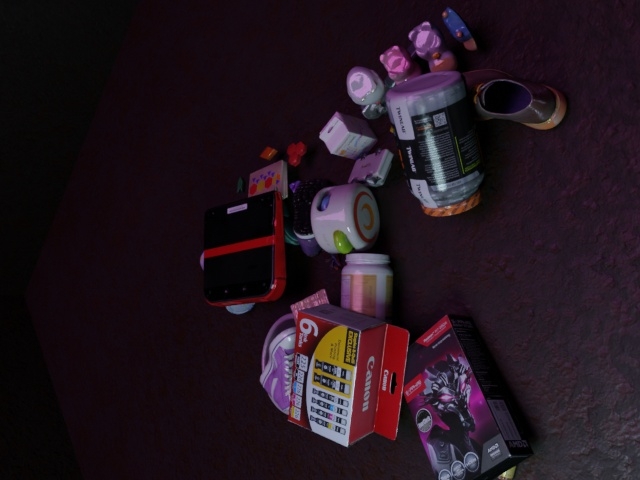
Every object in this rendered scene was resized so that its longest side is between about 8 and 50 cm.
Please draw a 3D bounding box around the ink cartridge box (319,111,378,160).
[{"bbox_3d":[0.076,-0.304,1.975,0.092,0.143,0.090,-50,52,32],"label":"ink cartridge box"}]

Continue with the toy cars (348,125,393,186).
[{"bbox_3d":[0.214,-0.260,1.859,0.394,0.087,0.176,-50,23,34],"label":"toy cars"}]

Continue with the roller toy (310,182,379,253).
[{"bbox_3d":[0.067,-0.061,1.903,0.146,0.209,0.191,-6,91,32],"label":"roller toy"}]

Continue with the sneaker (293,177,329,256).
[{"bbox_3d":[-0.027,-0.069,2.058,0.107,0.124,0.283,-2,43,12],"label":"sneaker"}]

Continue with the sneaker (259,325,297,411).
[{"bbox_3d":[-0.078,0.377,1.929,0.161,0.102,0.282,52,142,33],"label":"sneaker"}]

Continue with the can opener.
[{"bbox_3d":[0.206,-0.463,1.905,0.283,0.076,0.095,-52,52,29],"label":"can opener"}]

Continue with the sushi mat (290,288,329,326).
[{"bbox_3d":[0.002,0.308,1.922,0.151,0.019,0.316,-32,64,35],"label":"sushi mat"}]

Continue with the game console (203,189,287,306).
[{"bbox_3d":[-0.253,0.035,2.202,0.386,0.060,0.342,-11,75,43],"label":"game console"}]

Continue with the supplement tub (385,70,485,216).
[{"bbox_3d":[0.283,-0.230,1.627,0.193,0.193,0.316,8,123,48],"label":"supplement tub"}]

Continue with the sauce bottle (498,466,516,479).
[{"bbox_3d":[0.437,0.488,1.558,0.042,0.042,0.128,17,95,47],"label":"sauce bottle"}]

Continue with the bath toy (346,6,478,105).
[{"bbox_3d":[0.234,-0.459,1.768,0.348,0.129,0.151,-27,93,24],"label":"bath toy"}]

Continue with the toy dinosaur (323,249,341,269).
[{"bbox_3d":[0.042,0.048,2.048,0.082,0.047,0.090,40,105,22],"label":"toy dinosaur"}]

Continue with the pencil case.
[{"bbox_3d":[-0.325,0.133,2.382,0.124,0.113,0.273,-48,51,9],"label":"pencil case"}]

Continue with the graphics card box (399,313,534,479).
[{"bbox_3d":[0.326,0.391,1.621,0.233,0.094,0.371,-48,47,35],"label":"graphics card box"}]

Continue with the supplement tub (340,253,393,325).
[{"bbox_3d":[0.128,0.139,1.862,0.144,0.144,0.200,-4,82,47],"label":"supplement tub"}]

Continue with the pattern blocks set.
[{"bbox_3d":[-0.171,-0.178,2.227,0.325,0.026,0.285,-7,69,45],"label":"pattern blocks set"}]

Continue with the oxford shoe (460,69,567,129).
[{"bbox_3d":[0.404,-0.357,1.628,0.363,0.132,0.130,22,102,49],"label":"oxford shoe"}]

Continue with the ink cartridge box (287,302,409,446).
[{"bbox_3d":[0.068,0.348,1.741,0.272,0.130,0.309,12,103,36],"label":"ink cartridge box"}]

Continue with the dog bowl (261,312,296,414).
[{"bbox_3d":[-0.050,0.375,2.060,0.348,0.102,0.349,-9,78,47],"label":"dog bowl"}]

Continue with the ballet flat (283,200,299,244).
[{"bbox_3d":[-0.128,-0.050,2.215,0.087,0.083,0.247,-53,44,28],"label":"ballet flat"}]
